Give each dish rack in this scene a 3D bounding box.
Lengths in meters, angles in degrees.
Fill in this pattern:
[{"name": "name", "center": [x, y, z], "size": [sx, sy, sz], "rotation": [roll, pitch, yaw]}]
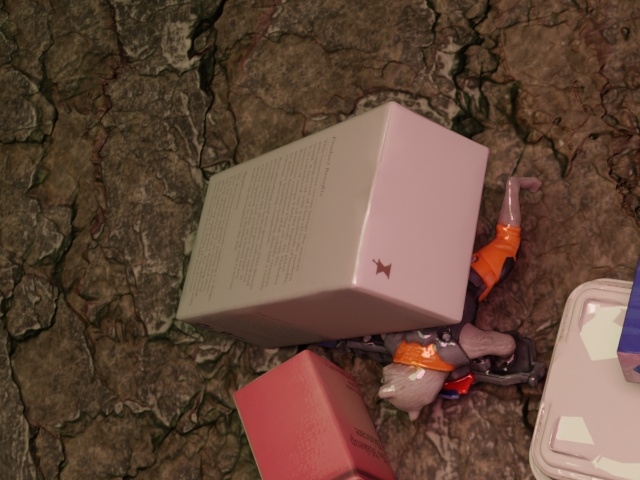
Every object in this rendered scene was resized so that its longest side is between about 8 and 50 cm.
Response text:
[{"name": "dish rack", "center": [0.412, 0.184, 1.337], "size": [0.332, 0.072, 0.286], "rotation": [8, 74, 33]}]

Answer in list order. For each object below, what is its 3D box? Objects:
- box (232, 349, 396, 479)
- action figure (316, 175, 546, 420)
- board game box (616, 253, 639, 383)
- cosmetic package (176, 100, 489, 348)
[{"name": "box", "center": [0.003, 0.283, 1.479], "size": [0.126, 0.148, 0.232], "rotation": [-32, 58, 13]}, {"name": "action figure", "center": [0.123, 0.070, 1.492], "size": [0.341, 0.178, 0.330], "rotation": [-1, 60, 28]}, {"name": "board game box", "center": [0.523, 0.026, 1.280], "size": [0.318, 0.066, 0.319], "rotation": [1, 51, 29]}, {"name": "cosmetic package", "center": [0.000, 0.000, 1.481], "size": [0.453, 0.161, 0.230], "rotation": [-14, 59, 57]}]
